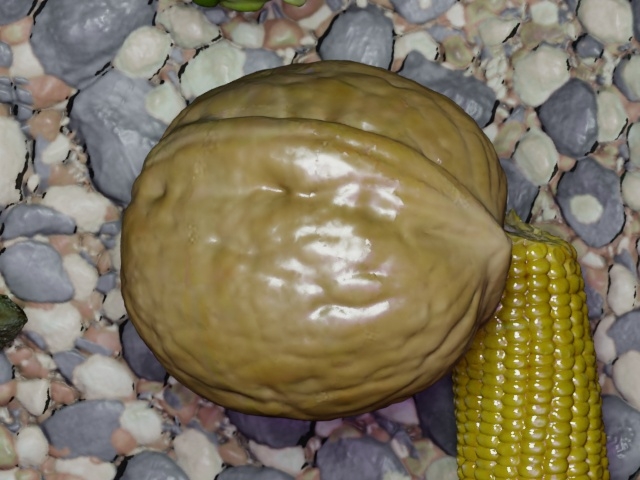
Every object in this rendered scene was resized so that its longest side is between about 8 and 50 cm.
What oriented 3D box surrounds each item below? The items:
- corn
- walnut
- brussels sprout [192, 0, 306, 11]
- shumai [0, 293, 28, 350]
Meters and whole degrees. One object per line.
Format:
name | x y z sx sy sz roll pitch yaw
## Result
corn | 0.187 0.164 1.662 0.144 0.144 0.387 -5 101 -3
walnut | 0.000 0.000 1.538 0.333 0.333 0.333 -1 100 -4
brussels sprout | -0.081 -0.371 1.473 0.276 0.315 0.371 -41 138 -13
shumai | -0.315 0.060 1.630 0.099 0.124 0.087 -24 79 -26
